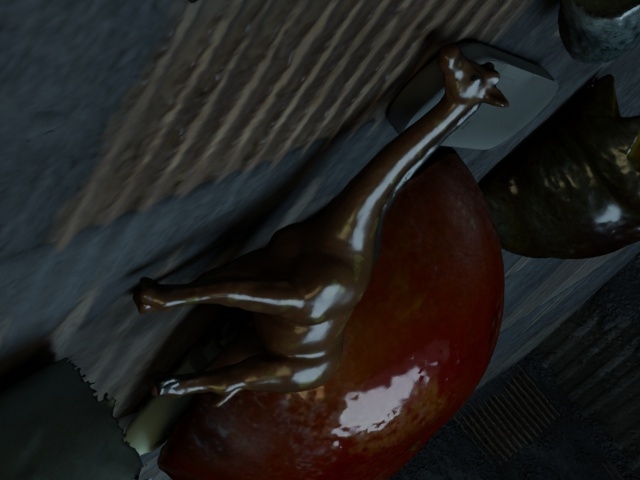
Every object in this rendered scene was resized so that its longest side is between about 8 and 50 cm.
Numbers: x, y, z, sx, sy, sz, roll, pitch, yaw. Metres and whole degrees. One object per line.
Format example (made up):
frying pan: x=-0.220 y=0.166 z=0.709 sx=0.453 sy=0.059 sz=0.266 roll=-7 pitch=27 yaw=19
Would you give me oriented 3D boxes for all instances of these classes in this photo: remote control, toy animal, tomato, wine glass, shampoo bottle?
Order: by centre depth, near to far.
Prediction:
wine glass: x=-0.231 y=0.198 z=0.677 sx=0.321 sy=0.143 sz=0.143 roll=-37 pitch=167 yaw=-12
toy animal: x=0.000 y=0.000 z=0.748 sx=0.229 sy=0.066 sz=0.224 roll=-15 pitch=130 yaw=-17
remote control: x=0.109 y=-0.095 z=0.856 sx=0.077 sy=0.022 sz=0.245 roll=-41 pitch=166 yaw=19
shampoo bottle: x=-0.097 y=0.106 z=0.939 sx=0.141 sy=0.034 sz=0.049 roll=-49 pitch=165 yaw=30
tomato: x=0.031 y=0.105 z=0.972 sx=0.338 sy=0.143 sz=0.338 roll=-44 pitch=167 yaw=-12

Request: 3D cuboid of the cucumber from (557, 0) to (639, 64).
cucumber: x=0.178 y=-0.147 z=0.780 sx=0.064 sy=0.064 sz=0.112 roll=-40 pitch=168 yaw=3

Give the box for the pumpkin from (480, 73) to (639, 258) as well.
pumpkin: x=0.220 y=-0.021 z=1.166 sx=0.149 sy=0.130 sz=0.254 roll=-35 pitch=167 yaw=-19
